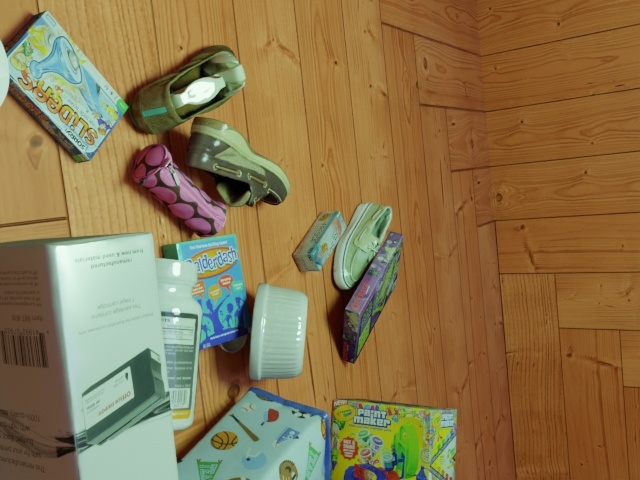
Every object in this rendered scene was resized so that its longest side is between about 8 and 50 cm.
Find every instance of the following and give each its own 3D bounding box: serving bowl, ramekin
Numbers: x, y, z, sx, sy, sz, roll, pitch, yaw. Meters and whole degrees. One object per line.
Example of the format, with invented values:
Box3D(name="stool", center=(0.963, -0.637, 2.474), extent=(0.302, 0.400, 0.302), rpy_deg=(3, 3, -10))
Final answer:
Box3D(name="serving bowl", center=(-0.194, 0.194, 1.336), extent=(0.083, 0.027, 0.083), rpy_deg=(15, 70, -48))
Box3D(name="ramekin", center=(-0.086, 0.197, 1.346), extent=(0.207, 0.108, 0.207), rpy_deg=(-175, -90, -90))

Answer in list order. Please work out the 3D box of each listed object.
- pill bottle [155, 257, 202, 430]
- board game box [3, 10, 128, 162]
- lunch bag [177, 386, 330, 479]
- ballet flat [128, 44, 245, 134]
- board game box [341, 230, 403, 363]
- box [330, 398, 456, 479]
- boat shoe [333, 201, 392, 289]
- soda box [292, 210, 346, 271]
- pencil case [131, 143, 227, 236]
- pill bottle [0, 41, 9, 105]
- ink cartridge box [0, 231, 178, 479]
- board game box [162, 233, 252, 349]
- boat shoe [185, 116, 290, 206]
Box3D(name="pill bottle", center=(-0.286, 0.175, 1.080), extent=(0.162, 0.162, 0.279), rpy_deg=(17, 72, -55))
Box3D(name="board game box", center=(-0.416, -0.244, 1.023), extent=(0.201, 0.035, 0.136), rpy_deg=(54, 45, -40))
Box3D(name="lunch bag", center=(-0.125, 0.553, 1.247), extent=(0.328, 0.238, 0.386), rpy_deg=(-35, 132, -53))
Box3D(name="ballet flat", center=(-0.225, -0.307, 1.242), extent=(0.342, 0.124, 0.116), rpy_deg=(-46, 125, -49))
Box3D(name="board game box", center=(0.148, 0.155, 1.787), extent=(0.347, 0.056, 0.208), rpy_deg=(-54, 159, -45))
Box3D(name="box", center=(0.188, 0.570, 1.664), extent=(0.177, 0.289, 0.279), rpy_deg=(20, 70, -54))
Box3D(name="boat shoe", center=(0.120, 0.005, 1.779), extent=(0.109, 0.094, 0.302), rpy_deg=(54, 45, -40))
Box3D(name="soda box", center=(0.000, 0.000, 1.623), extent=(0.183, 0.062, 0.058), rpy_deg=(-57, 133, -42))
Box3D(name="pencil case", center=(-0.259, -0.087, 1.198), extent=(0.209, 0.098, 0.095), rpy_deg=(46, 50, -46))
Box3D(name="pill bottle", center=(-0.474, -0.159, 0.662), extent=(0.181, 0.322, 0.182), rpy_deg=(7, 82, -57))
Box3D(name="ink cartridge box", center=(-0.358, 0.196, 0.850), extent=(0.166, 0.285, 0.395), rpy_deg=(-11, 97, -57))
Box3D(name="board game box", center=(-0.222, 0.100, 1.261), extent=(0.160, 0.047, 0.210), rpy_deg=(-12, 92, -51))
Box3D(name="boat shoe", center=(-0.170, -0.126, 1.303), extent=(0.342, 0.123, 0.123), rpy_deg=(43, 61, -65))
